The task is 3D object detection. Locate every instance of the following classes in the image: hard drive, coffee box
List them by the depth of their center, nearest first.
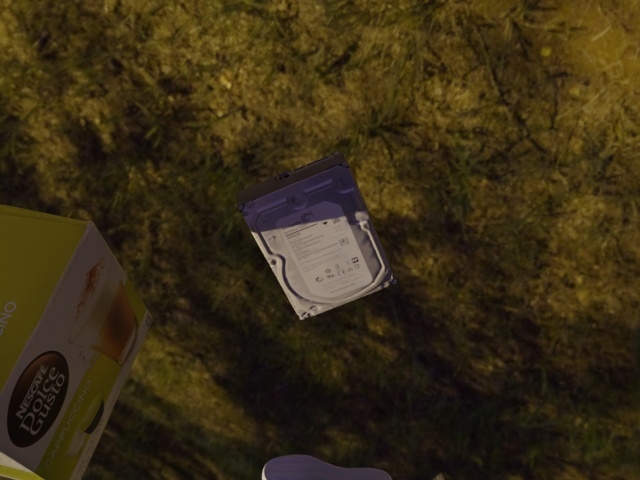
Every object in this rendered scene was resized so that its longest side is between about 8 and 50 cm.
[{"bbox_3d":[-0.522,0.162,1.083,0.337,0.338,0.334,11,149,11],"label":"coffee box"},{"bbox_3d":[0.000,0.000,1.430,0.236,0.064,0.339,-21,125,5],"label":"hard drive"}]

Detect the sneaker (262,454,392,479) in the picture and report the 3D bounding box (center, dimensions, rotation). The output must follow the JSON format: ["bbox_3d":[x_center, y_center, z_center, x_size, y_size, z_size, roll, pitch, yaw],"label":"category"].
[{"bbox_3d":[0.010,0.485,1.327,0.258,0.094,0.091,12,128,-7],"label":"sneaker"}]

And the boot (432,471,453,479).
[{"bbox_3d":[0.060,0.288,0.513,0.085,0.178,0.236,51,-172,-9],"label":"boot"}]
